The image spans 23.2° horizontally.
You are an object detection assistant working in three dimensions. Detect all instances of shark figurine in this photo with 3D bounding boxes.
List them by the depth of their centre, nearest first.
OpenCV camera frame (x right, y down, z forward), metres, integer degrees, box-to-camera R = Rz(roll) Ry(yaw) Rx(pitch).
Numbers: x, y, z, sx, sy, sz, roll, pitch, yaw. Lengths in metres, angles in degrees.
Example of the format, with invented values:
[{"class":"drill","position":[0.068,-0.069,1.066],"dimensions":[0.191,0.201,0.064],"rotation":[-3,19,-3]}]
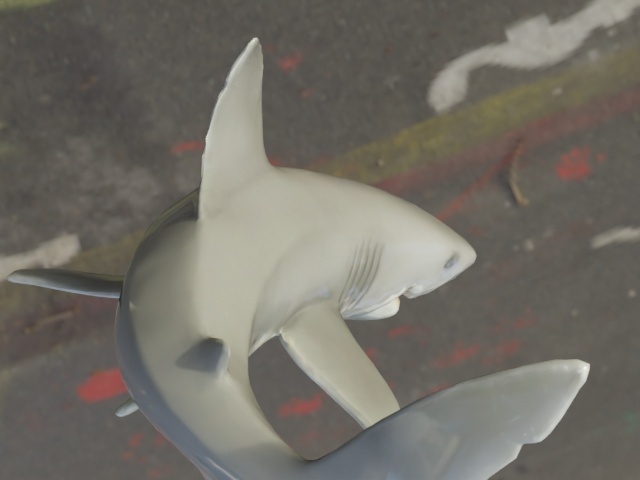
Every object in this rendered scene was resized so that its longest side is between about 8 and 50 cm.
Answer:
[{"class":"shark figurine","position":[-0.017,0.004,0.458],"dimensions":[0.166,0.278,0.116],"rotation":[10,106,-3]}]
